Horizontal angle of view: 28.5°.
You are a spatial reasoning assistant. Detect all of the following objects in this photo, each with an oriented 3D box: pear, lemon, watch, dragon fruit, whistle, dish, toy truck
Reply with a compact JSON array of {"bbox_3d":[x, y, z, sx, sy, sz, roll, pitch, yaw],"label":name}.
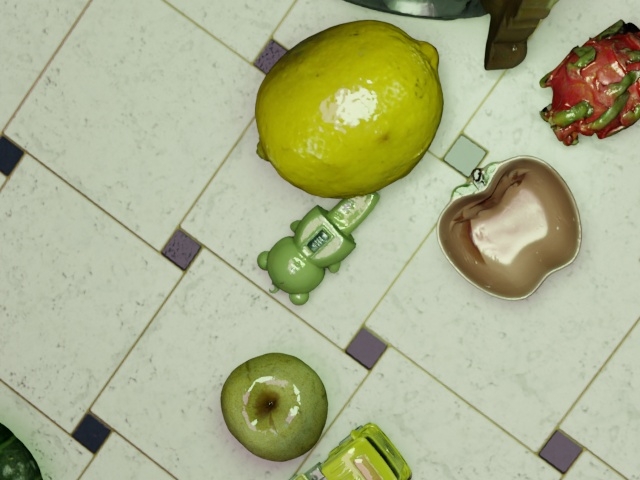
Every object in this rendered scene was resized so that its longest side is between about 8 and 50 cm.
[{"bbox_3d":[-0.069,0.251,1.915,0.167,0.136,0.167,0,88,10],"label":"pear"},{"bbox_3d":[0.045,-0.190,1.826,0.284,0.260,0.261,-25,87,-12],"label":"lemon"},{"bbox_3d":[0.162,-0.419,1.754,0.326,0.335,0.314,8,89,-3],"label":"watch"},{"bbox_3d":[0.399,-0.222,1.816,0.172,0.166,0.160,-29,126,-2],"label":"dragon fruit"},{"bbox_3d":[0.000,0.000,1.921,0.227,0.085,0.105,-45,85,9],"label":"whistle"},{"bbox_3d":[0.281,-0.023,1.870,0.213,0.090,0.213,1,94,8],"label":"dish"},{"bbox_3d":[-0.001,0.400,1.895,0.272,0.157,0.124,-39,85,9],"label":"toy truck"}]

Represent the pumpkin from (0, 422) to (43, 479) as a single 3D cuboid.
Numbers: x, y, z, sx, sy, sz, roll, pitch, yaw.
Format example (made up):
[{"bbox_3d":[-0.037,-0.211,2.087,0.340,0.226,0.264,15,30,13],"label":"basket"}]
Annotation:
[{"bbox_3d":[-0.584,0.414,1.971,0.300,0.207,0.300,1,100,6],"label":"pumpkin"}]
